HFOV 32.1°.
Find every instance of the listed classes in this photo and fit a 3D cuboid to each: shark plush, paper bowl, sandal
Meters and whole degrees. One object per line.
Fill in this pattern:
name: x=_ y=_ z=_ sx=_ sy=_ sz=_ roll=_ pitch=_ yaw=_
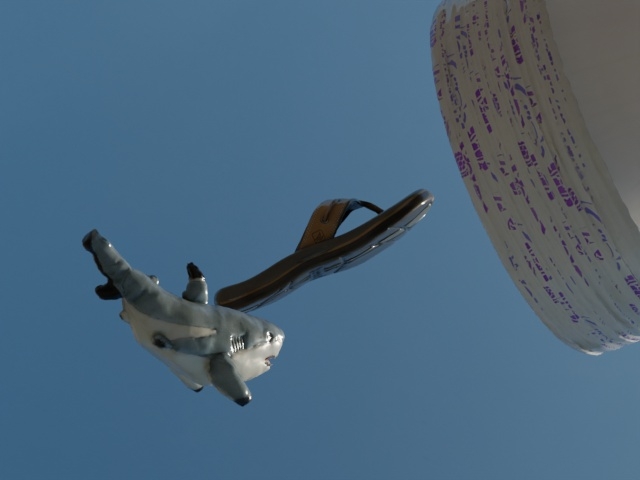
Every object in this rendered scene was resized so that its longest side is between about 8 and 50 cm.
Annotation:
shark plush: x=-0.096 y=0.046 z=0.740 sx=0.067 sy=0.161 sz=0.073 roll=-59 pitch=-161 yaw=-18
paper bowl: x=0.206 y=-0.074 z=0.788 sx=0.148 sy=0.284 sz=0.284 roll=-24 pitch=-124 yaw=27
sandal: x=0.000 y=0.000 z=0.978 sx=0.219 sy=0.090 sz=0.060 roll=-26 pitch=-100 yaw=-6
